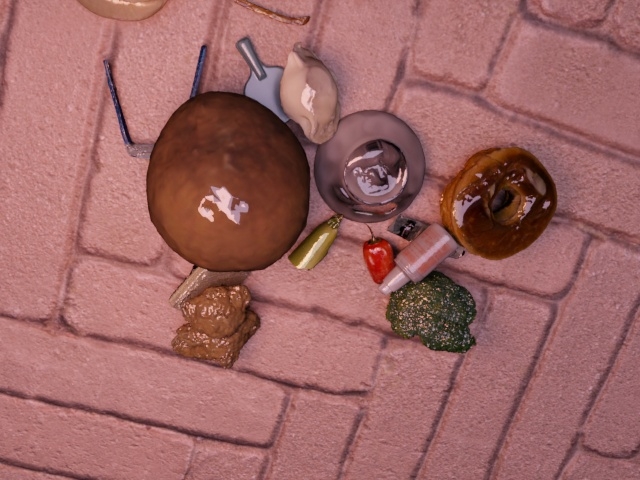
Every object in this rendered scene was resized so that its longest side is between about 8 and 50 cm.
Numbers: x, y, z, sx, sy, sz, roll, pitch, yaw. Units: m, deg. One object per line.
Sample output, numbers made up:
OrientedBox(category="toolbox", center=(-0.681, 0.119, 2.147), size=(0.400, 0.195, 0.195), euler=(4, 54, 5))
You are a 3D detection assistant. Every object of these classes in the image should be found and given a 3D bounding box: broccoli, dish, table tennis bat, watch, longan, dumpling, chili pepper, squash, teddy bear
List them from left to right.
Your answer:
OrientedBox(category="watch", center=(-0.410, -0.359, 1.375), size=(0.276, 0.068, 0.274), euler=(-10, 101, -2))
OrientedBox(category="teddy bear", center=(-0.283, 0.228, 1.434), size=(0.267, 0.156, 0.256), euler=(-17, 128, -22))
OrientedBox(category="longan", center=(-0.217, -0.130, 1.280), size=(0.404, 0.404, 0.436), euler=(-4, 63, -4))
OrientedBox(category="table tennis bat", center=(-0.150, -0.425, 1.386), size=(0.153, 0.040, 0.244), euler=(-31, 109, -1))
OrientedBox(category="dumpling", center=(-0.013, -0.382, 1.353), size=(0.147, 0.193, 0.258), euler=(-7, 96, 37))
OrientedBox(category="squash", center=(0.001, 0.002, 1.489), size=(0.075, 0.090, 0.200), euler=(41, 98, -23))
OrientedBox(category="dish", center=(0.145, -0.192, 1.428), size=(0.324, 0.124, 0.324), euler=(-1, 105, -4))
OrientedBox(category="chili pepper", center=(0.165, 0.032, 1.514), size=(0.086, 0.084, 0.192), euler=(-28, 111, -14))
OrientedBox(category="broccoli", center=(0.326, 0.218, 1.524), size=(0.269, 0.261, 0.241), euler=(-14, 145, 2))

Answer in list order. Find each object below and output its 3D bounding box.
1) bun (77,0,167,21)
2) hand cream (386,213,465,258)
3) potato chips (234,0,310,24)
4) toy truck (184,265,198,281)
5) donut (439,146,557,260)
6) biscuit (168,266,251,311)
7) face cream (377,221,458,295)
OrientedBox(category="bun", center=(-0.478, -0.703, 1.190), size=(0.365, 0.219, 0.365), euler=(0, 104, -1))
OrientedBox(category="hand cream", center=(0.320, -0.009, 1.531), size=(0.248, 0.052, 0.075), euler=(24, 115, -10))
OrientedBox(category="potato chips", center=(-0.129, -0.595, 1.347), size=(0.204, 0.026, 0.037), euler=(14, 101, -7))
OrientedBox(category="toy truck", center=(-0.367, 0.119, 1.511), size=(0.054, 0.049, 0.083), euler=(31, 99, -13))
OrientedBox(category="donut", center=(0.493, -0.112, 1.463), size=(0.330, 0.160, 0.330), euler=(-6, 111, -17))
OrientedBox(category="biscuit", center=(-0.302, 0.118, 1.481), size=(0.250, 0.046, 0.147), euler=(-47, 137, 2))
OrientedBox(category="face cream", center=(0.264, 0.065, 1.461), size=(0.252, 0.101, 0.101), euler=(-43, 104, 6))
